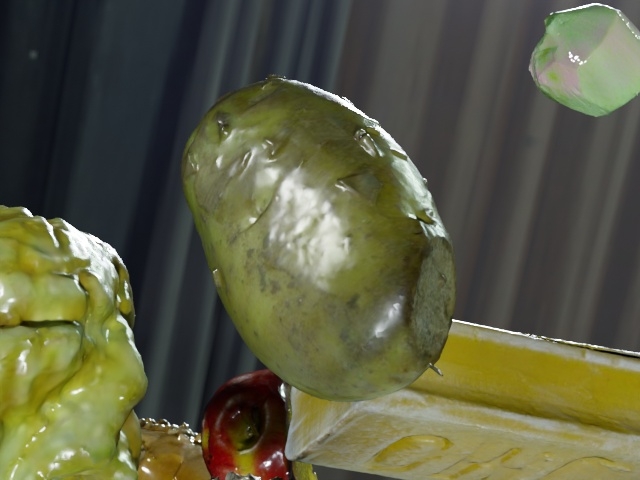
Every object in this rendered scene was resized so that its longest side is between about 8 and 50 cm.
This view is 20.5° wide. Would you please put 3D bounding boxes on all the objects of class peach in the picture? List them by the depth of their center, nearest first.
[{"bbox_3d":[-0.056,0.193,1.580,0.092,0.172,0.127,-5,54,5],"label":"peach"}]

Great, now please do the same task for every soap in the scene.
[{"bbox_3d":[0.128,0.131,1.339,0.274,0.089,0.173,12,-26,-18],"label":"soap"}]

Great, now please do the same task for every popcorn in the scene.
[{"bbox_3d":[-0.253,0.101,1.368,0.247,0.282,0.282,-13,23,-20],"label":"popcorn"}]

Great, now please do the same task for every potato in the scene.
[{"bbox_3d":[0.000,0.000,1.059,0.113,0.149,0.251,21,22,-49],"label":"potato"}]

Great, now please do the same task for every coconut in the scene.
[{"bbox_3d":[0.186,-0.127,1.232,0.081,0.082,0.083,40,48,-15],"label":"coconut"}]

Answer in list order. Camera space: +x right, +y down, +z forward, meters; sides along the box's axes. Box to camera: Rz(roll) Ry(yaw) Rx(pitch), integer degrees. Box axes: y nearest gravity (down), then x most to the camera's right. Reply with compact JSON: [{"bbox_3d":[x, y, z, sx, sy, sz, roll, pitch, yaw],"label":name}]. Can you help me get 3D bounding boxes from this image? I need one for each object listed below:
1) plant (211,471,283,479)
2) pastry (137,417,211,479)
[{"bbox_3d":[-0.054,0.217,1.178,0.122,0.116,0.104,-33,41,-32],"label":"plant"},{"bbox_3d":[-0.146,0.329,1.913,0.255,0.311,0.162,22,35,28],"label":"pastry"}]
